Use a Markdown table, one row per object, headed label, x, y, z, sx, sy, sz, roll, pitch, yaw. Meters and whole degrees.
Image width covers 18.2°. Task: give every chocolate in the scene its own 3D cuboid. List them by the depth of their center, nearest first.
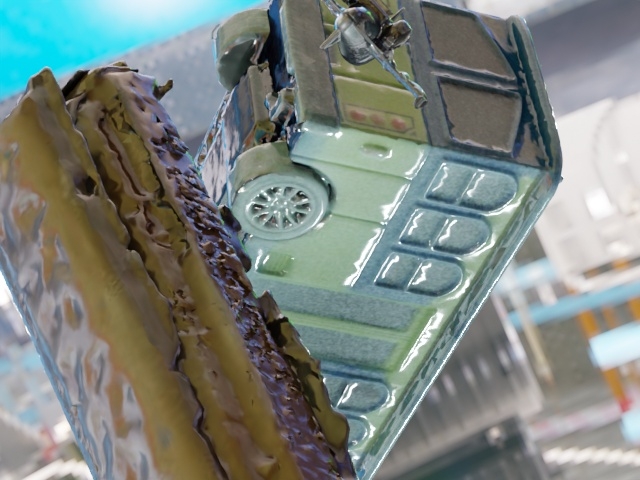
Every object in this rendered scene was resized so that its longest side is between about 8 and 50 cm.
| label | x | y | z | sx | sy | sz | roll | pitch | yaw |
| --- | --- | --- | --- | --- | --- | --- | --- | --- | --- |
| chocolate | -0.049 | 0.067 | 0.709 | 0.102 | 0.065 | 0.329 | -41 | -125 | 19 |

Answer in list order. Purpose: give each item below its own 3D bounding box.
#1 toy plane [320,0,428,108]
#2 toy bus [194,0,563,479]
| label | x | y | z | sx | sy | sz | roll | pitch | yaw |
| --- | --- | --- | --- | --- | --- | --- | --- | --- | --- |
| toy plane | 0.017 | -0.081 | 0.766 | 0.031 | 0.078 | 0.083 | -42 | 173 | 10 |
| toy bus | 0.000 | 0.000 | 1.217 | 0.190 | 0.312 | 0.152 | 11 | -137 | -20 |
